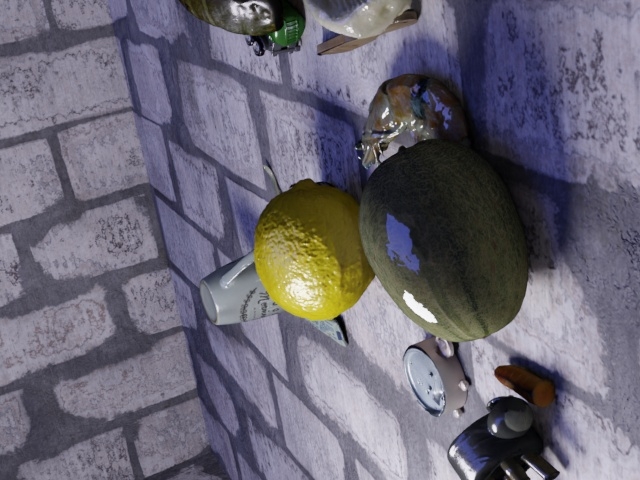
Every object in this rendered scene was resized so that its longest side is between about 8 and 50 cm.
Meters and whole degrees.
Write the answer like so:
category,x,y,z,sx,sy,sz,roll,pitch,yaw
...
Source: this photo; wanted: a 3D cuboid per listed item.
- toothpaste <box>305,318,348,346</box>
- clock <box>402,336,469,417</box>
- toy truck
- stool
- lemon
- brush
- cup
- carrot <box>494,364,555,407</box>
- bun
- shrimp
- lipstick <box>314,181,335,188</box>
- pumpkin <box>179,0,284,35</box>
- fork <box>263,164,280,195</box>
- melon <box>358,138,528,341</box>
category,x,y,z,sx,sy,sz,roll,pitch,yaw
toothpaste,-0.010,0.195,2.403,0.268,0.047,0.069,33,118,56
clock,0.227,0.274,1.856,0.156,0.063,0.229,56,155,38
toy truck,-0.122,-0.501,2.044,0.242,0.101,0.125,52,147,36
stool,0.307,0.367,1.577,0.139,0.153,0.228,55,172,35
lemon,-0.011,0.030,1.975,0.268,0.268,0.322,13,123,66
brush,0.079,-0.392,1.687,0.327,0.069,0.065,-176,79,-66
cup,-0.201,0.112,2.557,0.186,0.234,0.258,58,153,31
carrot,0.338,0.237,1.573,0.139,0.048,0.048,-153,48,-64
bun,0.074,-0.437,1.521,0.231,0.133,0.231,-4,82,33
shrimp,0.160,-0.166,1.658,0.247,0.085,0.360,65,155,0
lipstick,0.000,0.000,2.171,0.081,0.081,0.300,50,149,45
pumpkin,-0.194,-0.564,1.879,0.242,0.232,0.325,90,171,-48
fork,-0.106,-0.104,2.420,0.220,0.028,0.034,65,162,17
melon,0.195,0.000,1.464,0.329,0.248,0.248,66,159,6
